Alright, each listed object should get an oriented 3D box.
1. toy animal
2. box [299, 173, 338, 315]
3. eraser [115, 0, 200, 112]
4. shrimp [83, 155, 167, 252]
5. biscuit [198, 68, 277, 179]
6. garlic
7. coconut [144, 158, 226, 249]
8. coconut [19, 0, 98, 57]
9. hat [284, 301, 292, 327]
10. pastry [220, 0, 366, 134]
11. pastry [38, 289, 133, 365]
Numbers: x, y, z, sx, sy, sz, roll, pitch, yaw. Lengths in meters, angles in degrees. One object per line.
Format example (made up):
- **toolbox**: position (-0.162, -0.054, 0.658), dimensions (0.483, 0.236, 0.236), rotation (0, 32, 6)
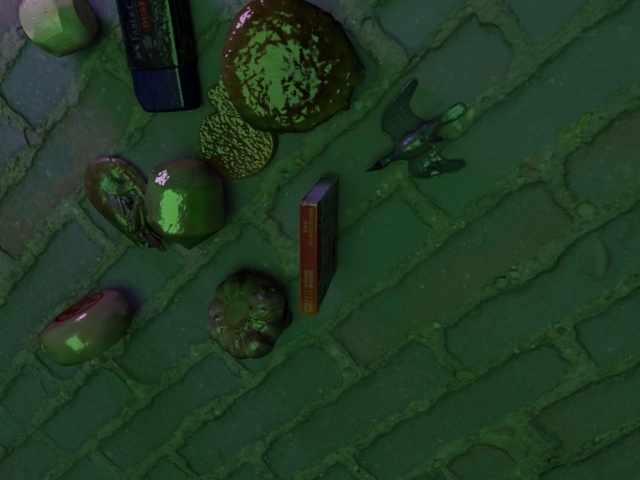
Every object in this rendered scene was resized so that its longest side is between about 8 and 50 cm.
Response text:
- **toy animal**: position (0.222, -0.241, 1.203), dimensions (0.255, 0.176, 0.239), rotation (-36, 106, -13)
- **box**: position (0.000, 0.000, 1.239), dimensions (0.048, 0.265, 0.273), rotation (4, 111, 12)
- **eraser**: position (-0.388, -0.477, 1.219), dimensions (0.155, 0.101, 0.332), rotation (0, 110, 12)
- **shrimp**: position (-0.523, -0.097, 1.413), dimensions (0.168, 0.077, 0.317), rotation (-42, 95, 20)
- **biscuit**: position (-0.205, -0.294, 1.286), dimensions (0.202, 0.044, 0.289), rotation (9, 111, 7)
- **garlic**: position (-0.197, 0.210, 1.422), dimensions (0.244, 0.160, 0.245), rotation (-5, 75, 20)
- **coconut**: position (-0.344, -0.088, 1.307), dimensions (0.204, 0.236, 0.236), rotation (-5, 114, -24)
- **coconut**: position (-0.631, -0.526, 1.223), dimensions (0.162, 0.161, 0.161), rotation (-13, 108, 7)
- **hat**: position (-0.103, 0.210, 1.468), dimensions (0.058, 0.042, 0.087), rotation (-12, 75, 34)
- **pastry**: position (-0.075, -0.383, 1.151), dimensions (0.329, 0.136, 0.330), rotation (-1, 107, -2)
- **pastry**: position (-0.680, 0.250, 1.491), dimensions (0.264, 0.265, 0.133), rotation (-22, 107, 19)
